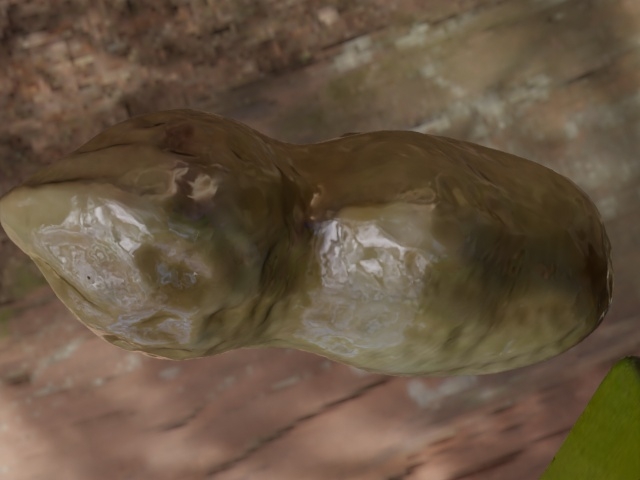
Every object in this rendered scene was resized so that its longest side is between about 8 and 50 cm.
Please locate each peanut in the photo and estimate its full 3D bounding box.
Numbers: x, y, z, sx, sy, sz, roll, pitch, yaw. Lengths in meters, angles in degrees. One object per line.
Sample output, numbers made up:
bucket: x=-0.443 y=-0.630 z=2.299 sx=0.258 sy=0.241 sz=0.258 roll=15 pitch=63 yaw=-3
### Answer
peanut: x=0.000 y=0.001 z=0.529 sx=0.228 sy=0.086 sz=0.104 roll=5 pitch=173 yaw=-32

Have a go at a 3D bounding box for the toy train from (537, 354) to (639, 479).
toy train: x=0.243 y=0.135 z=0.508 sx=0.369 sy=0.150 sz=0.237 roll=25 pitch=110 yaw=-15
